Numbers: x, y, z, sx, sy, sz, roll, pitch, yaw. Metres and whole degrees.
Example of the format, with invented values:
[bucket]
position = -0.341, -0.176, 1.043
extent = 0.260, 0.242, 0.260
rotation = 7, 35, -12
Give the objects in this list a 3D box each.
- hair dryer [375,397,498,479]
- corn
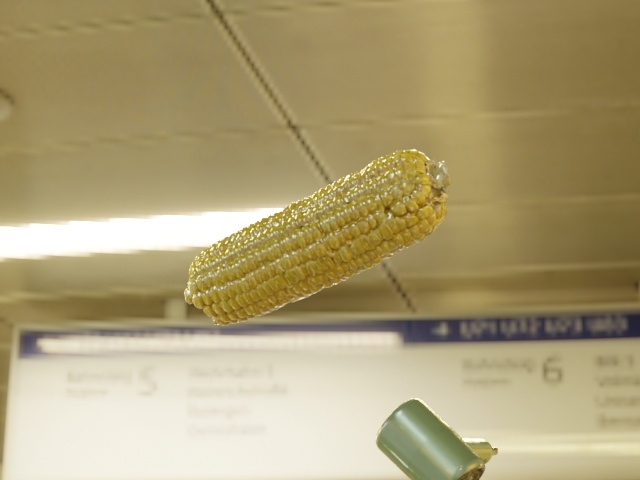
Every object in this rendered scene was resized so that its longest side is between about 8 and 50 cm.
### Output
[hair dryer]
position = 0.101, 0.157, 1.213
extent = 0.047, 0.071, 0.150
rotation = -51, -26, 11
[corn]
position = 0.000, 0.000, 1.338
extent = 0.238, 0.080, 0.080
rotation = -28, -25, 11
